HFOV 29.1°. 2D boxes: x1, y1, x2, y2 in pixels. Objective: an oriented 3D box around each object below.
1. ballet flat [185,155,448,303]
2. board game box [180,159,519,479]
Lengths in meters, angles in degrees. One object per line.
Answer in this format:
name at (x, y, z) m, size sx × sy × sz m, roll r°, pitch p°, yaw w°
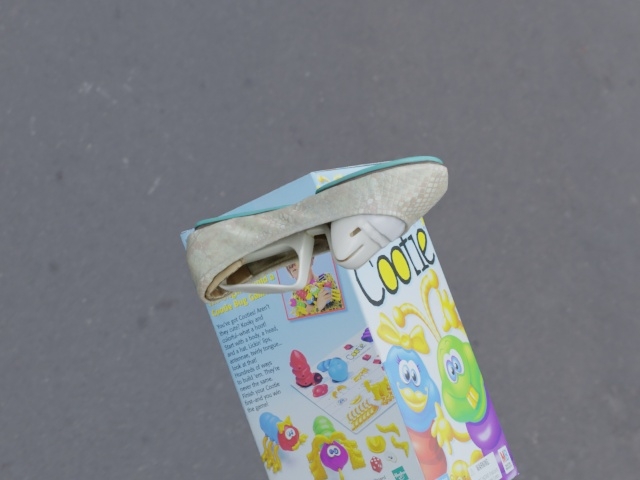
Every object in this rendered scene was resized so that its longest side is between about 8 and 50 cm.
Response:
ballet flat at (0.000, 0.000, 0.704) m, size 0.057 × 0.168 × 0.052 m, roll 31°, pitch 48°, yaw -57°
board game box at (0.025, 0.091, 0.987) m, size 0.142 × 0.144 × 0.275 m, roll -13°, pitch 82°, yaw -57°
